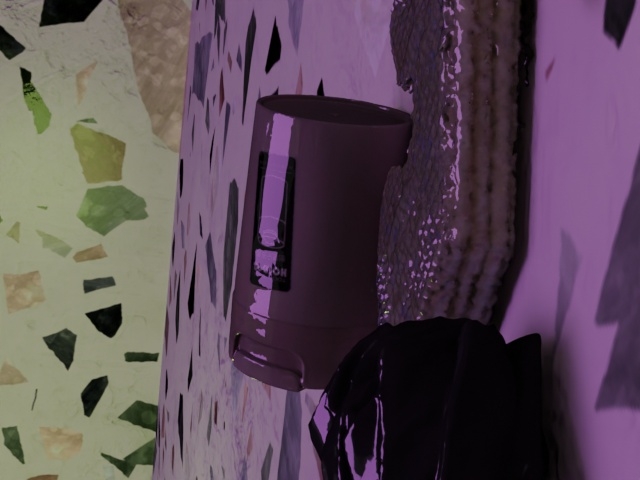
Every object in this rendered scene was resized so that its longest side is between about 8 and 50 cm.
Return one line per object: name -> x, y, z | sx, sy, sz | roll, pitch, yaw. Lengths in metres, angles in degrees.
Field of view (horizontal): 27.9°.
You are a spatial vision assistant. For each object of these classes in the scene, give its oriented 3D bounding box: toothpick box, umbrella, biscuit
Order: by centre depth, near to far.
umbrella -> 0.070, 0.180, 0.529 | 0.118, 0.118, 0.340 | 106, 158, -51
biscuit -> 0.068, -0.054, 0.698 | 0.147, 0.046, 0.250 | -177, 89, -78
toothpick box -> 0.000, 0.000, 0.868 | 0.111, 0.111, 0.181 | -122, 37, -71
